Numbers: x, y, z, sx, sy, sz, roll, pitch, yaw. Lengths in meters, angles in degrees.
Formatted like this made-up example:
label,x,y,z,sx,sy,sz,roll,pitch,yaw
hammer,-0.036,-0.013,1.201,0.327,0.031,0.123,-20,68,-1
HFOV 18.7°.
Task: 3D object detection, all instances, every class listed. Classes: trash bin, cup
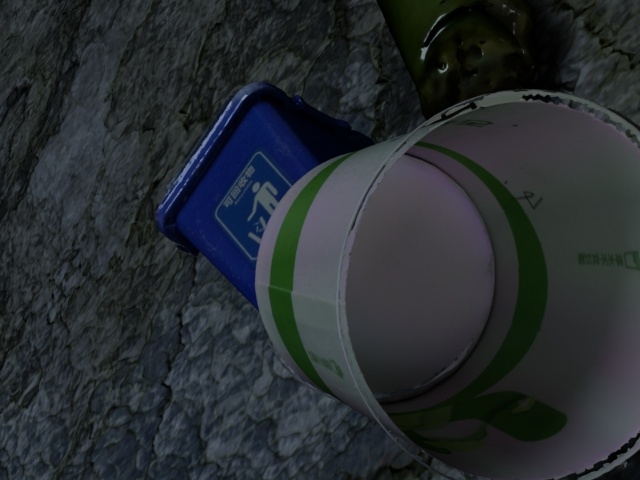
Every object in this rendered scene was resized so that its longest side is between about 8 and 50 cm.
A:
label,x,y,z,sx,sy,sz,roll,pitch,yaw
trash bin,0.000,0.000,1.564,0.162,0.184,0.234,-56,38,11
cup,0.083,0.027,1.301,0.253,0.253,0.274,-65,20,-8

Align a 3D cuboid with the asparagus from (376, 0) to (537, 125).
label,x,y,z,sx,sy,sz,roll,pitch,yaw
asparagus,0.096,-0.219,1.647,0.108,0.128,0.382,-13,32,-4
